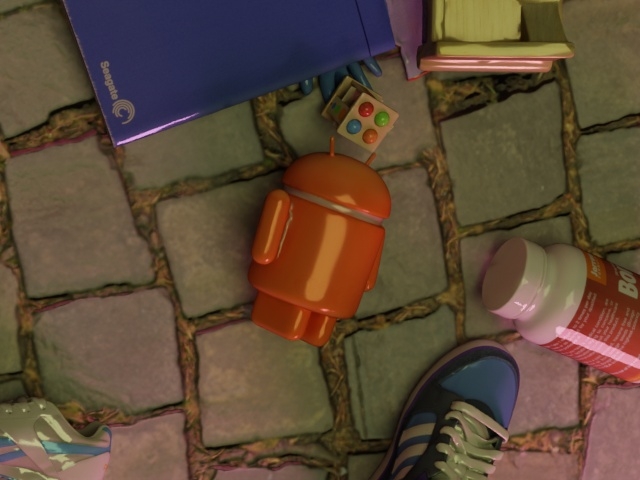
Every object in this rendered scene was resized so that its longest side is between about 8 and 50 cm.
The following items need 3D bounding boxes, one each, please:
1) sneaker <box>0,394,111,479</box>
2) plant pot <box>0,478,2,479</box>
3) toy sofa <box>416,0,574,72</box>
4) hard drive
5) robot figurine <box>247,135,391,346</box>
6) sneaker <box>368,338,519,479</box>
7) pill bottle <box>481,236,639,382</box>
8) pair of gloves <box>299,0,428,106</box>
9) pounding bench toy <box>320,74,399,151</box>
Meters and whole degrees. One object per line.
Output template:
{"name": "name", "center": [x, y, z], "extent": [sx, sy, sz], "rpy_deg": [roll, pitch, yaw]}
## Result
{"name": "sneaker", "center": [-0.328, 0.201, 1.722], "extent": [0.229, 0.087, 0.092], "rpy_deg": [23, 80, -26]}
{"name": "plant pot", "center": [-0.420, 0.292, 1.584], "extent": [0.275, 0.293, 0.274], "rpy_deg": [-3, 100, -19]}
{"name": "toy sofa", "center": [0.178, -0.361, 1.759], "extent": [0.150, 0.177, 0.362], "rpy_deg": [0, 94, -8]}
{"name": "hard drive", "center": [-0.099, -0.246, 1.713], "extent": [0.319, 0.040, 0.210], "rpy_deg": [-20, 114, -8]}
{"name": "robot figurine", "center": [0.001, 0.000, 1.778], "extent": [0.158, 0.128, 0.219], "rpy_deg": [19, 93, -10]}
{"name": "sneaker", "center": [0.153, 0.271, 1.812], "extent": [0.130, 0.236, 0.322], "rpy_deg": [38, 85, -20]}
{"name": "pill bottle", "center": [0.299, 0.075, 1.895], "extent": [0.216, 0.121, 0.121], "rpy_deg": [22, 90, -21]}
{"name": "pair of gloves", "center": [0.059, -0.232, 1.803], "extent": [0.198, 0.023, 0.159], "rpy_deg": [-24, 117, -12]}
{"name": "pounding bench toy", "center": [0.055, -0.129, 1.791], "extent": [0.083, 0.065, 0.052], "rpy_deg": [28, 102, -30]}
